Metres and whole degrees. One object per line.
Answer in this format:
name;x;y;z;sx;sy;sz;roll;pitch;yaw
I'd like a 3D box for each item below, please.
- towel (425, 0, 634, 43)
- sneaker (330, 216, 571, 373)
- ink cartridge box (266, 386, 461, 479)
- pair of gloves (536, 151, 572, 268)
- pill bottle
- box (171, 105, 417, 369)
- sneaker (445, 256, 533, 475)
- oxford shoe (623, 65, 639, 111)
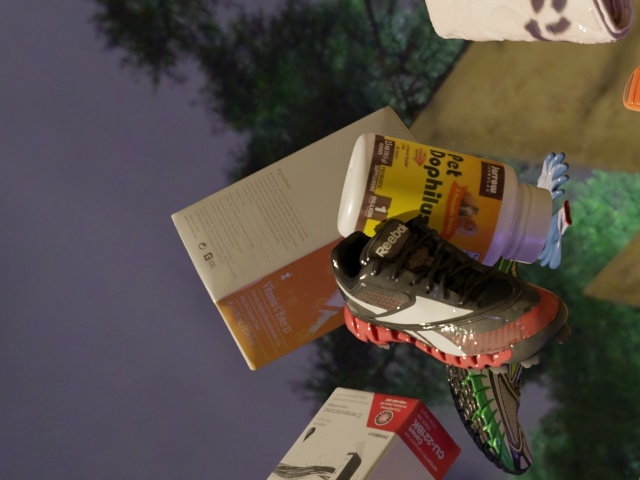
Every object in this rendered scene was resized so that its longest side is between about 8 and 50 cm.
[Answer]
towel;0.165;-0.349;1.083;0.053;0.317;0.332;-23;-162;-15
sneaker;0.110;0.047;1.060;0.097;0.276;0.135;-44;-58;-29
ink cartridge box;0.032;0.346;1.516;0.114;0.197;0.273;51;-118;-23
pair of gloves;0.410;-0.051;1.935;0.023;0.159;0.198;2;-119;-7
pill bottle;0.133;-0.038;1.181;0.215;0.117;0.117;12;-148;-3
box;0.000;0.000;1.560;0.168;0.345;0.215;60;175;34
sneaker;0.243;0.140;1.460;0.146;0.344;0.134;-8;178;-5
oxford shoe;0.684;-0.268;1.917;0.132;0.130;0.363;22;170;-27
